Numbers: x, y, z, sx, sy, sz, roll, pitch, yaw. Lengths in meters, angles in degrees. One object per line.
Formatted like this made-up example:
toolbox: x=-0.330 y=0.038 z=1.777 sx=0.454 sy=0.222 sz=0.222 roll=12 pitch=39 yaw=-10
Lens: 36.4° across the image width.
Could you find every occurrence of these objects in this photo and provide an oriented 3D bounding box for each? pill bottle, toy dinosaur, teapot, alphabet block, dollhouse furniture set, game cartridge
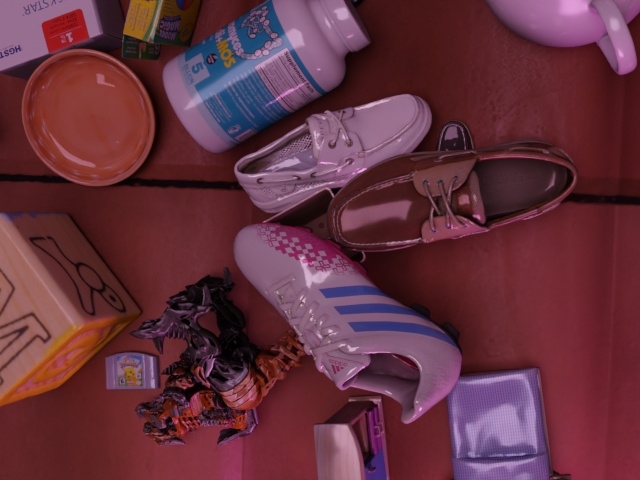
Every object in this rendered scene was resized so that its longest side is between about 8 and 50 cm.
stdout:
pill bottle: x=-0.068 y=-0.237 z=1.303 sx=0.264 sy=0.146 sz=0.146 roll=-29 pitch=84 yaw=13
toy dinosaur: x=-0.132 y=0.164 z=1.347 sx=0.322 sy=0.164 sz=0.218 roll=-33 pitch=96 yaw=1
teapot: x=0.303 y=-0.358 z=1.185 sx=0.256 sy=0.187 sz=0.252 roll=22 pitch=97 yaw=12
alphabet block: x=-0.411 y=0.092 z=1.377 sx=0.193 sy=0.192 sz=0.197 roll=-41 pitch=81 yaw=14
dollhouse furniture set: x=0.163 y=0.226 z=1.228 sx=0.303 sy=0.198 sz=0.286 roll=-6 pitch=90 yaw=14
game cartridge: x=-0.279 y=0.192 z=1.434 sx=0.083 sy=0.017 sz=0.056 roll=-3 pitch=87 yaw=14

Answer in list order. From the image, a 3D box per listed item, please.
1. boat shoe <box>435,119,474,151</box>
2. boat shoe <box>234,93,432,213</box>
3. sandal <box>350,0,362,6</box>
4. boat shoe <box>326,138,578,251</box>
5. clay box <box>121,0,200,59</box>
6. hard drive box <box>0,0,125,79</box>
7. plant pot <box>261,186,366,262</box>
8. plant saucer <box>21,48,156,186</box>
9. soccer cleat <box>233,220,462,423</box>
boat shoe: x=0.177 y=-0.085 z=1.293 sx=0.056 sy=0.049 sz=0.152 roll=0 pitch=93 yaw=12
boat shoe: x=0.013 y=-0.126 z=1.296 sx=0.277 sy=0.096 sz=0.098 roll=-27 pitch=53 yaw=13
sandal: x=0.033 y=-0.446 z=1.318 sx=0.097 sy=0.054 sz=0.254 roll=-3 pitch=91 yaw=14
boat shoe: x=0.166 y=-0.059 z=1.210 sx=0.324 sy=0.116 sz=0.123 roll=-17 pitch=98 yaw=-4
clay box: x=-0.205 y=-0.352 z=1.335 sx=0.053 sy=0.127 sz=0.222 roll=18 pitch=103 yaw=12
hard drive box: x=-0.401 y=-0.375 z=1.414 sx=0.181 sy=0.089 sz=0.232 roll=-17 pitch=87 yaw=15
plant pot: x=0.000 y=0.000 z=1.316 sx=0.109 sy=0.096 sz=0.109 roll=-29 pitch=85 yaw=13
plant saucer: x=-0.330 y=-0.178 z=1.404 sx=0.200 sy=0.037 sz=0.200 roll=3 pitch=110 yaw=8
soccer cleat: x=0.015 y=0.094 z=1.177 sx=0.331 sy=0.143 sz=0.116 roll=30 pitch=137 yaw=12
